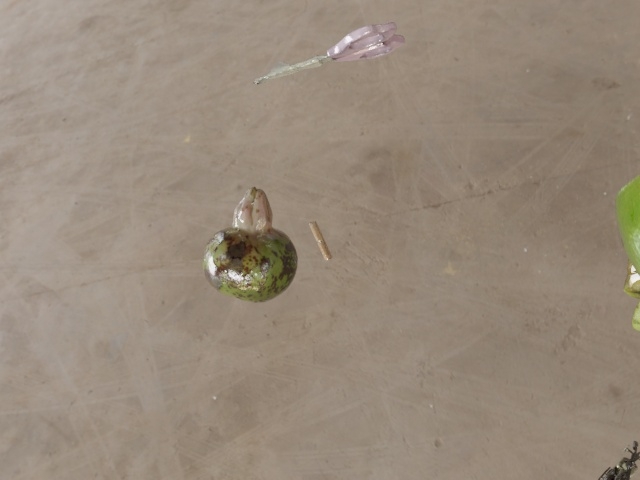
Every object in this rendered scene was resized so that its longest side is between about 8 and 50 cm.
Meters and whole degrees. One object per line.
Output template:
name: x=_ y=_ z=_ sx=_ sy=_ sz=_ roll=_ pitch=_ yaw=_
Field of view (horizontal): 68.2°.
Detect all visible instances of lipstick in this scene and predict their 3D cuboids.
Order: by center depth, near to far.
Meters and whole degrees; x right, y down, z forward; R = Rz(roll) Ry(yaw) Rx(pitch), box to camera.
lipstick: x=0.000 y=0.000 z=1.078 sx=0.019 sy=0.094 sz=0.019 roll=-24 pitch=10 yaw=4

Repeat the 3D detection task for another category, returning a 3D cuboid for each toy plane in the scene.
toy plane: x=0.406 y=0.302 z=0.626 sx=0.121 sy=0.049 sz=0.031 roll=-12 pitch=40 yaw=-39

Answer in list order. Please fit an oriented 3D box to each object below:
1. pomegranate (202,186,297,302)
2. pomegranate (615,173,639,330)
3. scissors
pomegranate: x=-0.104 y=0.011 z=0.688 sx=0.126 sy=0.138 sz=0.163 roll=-20 pitch=78 yaw=52
pomegranate: x=0.341 y=-0.010 z=0.330 sx=0.261 sy=0.340 sz=0.260 roll=-2 pitch=63 yaw=3
scissors: x=0.003 y=-0.242 z=0.625 sx=0.212 sy=0.110 sz=0.021 roll=-8 pitch=95 yaw=22
